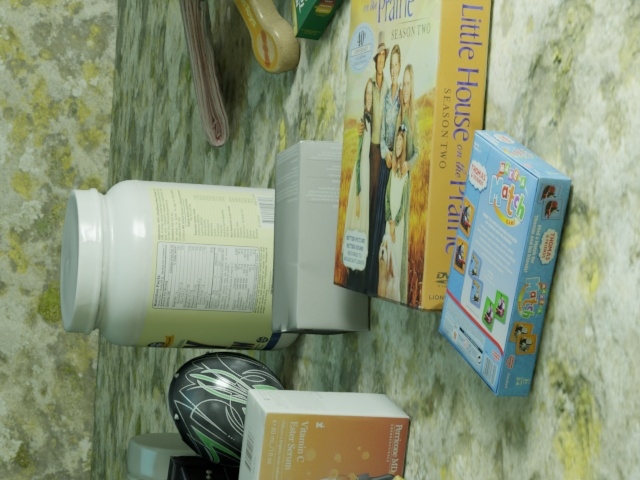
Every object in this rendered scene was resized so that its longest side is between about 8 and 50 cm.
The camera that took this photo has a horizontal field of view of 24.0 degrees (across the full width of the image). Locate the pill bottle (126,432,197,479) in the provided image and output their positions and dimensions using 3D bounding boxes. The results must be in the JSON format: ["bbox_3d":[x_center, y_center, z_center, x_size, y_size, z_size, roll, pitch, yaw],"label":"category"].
[{"bbox_3d":[-0.226,0.494,2.362,0.204,0.204,0.361,-171,85,-73],"label":"pill bottle"}]

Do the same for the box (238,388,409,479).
[{"bbox_3d":[0.002,0.245,1.709,0.091,0.170,0.130,-144,59,-72],"label":"box"}]

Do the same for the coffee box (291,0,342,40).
[{"bbox_3d":[0.003,-0.362,2.031,0.184,0.040,0.113,130,140,-63],"label":"coffee box"}]

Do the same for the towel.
[{"bbox_3d":[-0.211,-0.375,2.584,0.332,0.053,0.317,-104,6,-51],"label":"towel"}]

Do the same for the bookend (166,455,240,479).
[{"bbox_3d":[-0.131,0.378,2.150,0.156,0.157,0.072,-120,36,-62],"label":"bookend"}]

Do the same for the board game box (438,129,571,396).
[{"bbox_3d":[0.170,0.018,1.420,0.160,0.039,0.211,-128,43,-65],"label":"board game box"}]

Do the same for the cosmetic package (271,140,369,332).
[{"bbox_3d":[0.000,0.000,1.884,0.127,0.107,0.238,169,101,-72],"label":"cosmetic package"}]

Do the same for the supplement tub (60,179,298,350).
[{"bbox_3d":[-0.193,0.036,2.120,0.235,0.325,0.235,-177,90,-73],"label":"supplement tub"}]

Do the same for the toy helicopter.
[{"bbox_3d":[-0.116,-0.414,2.209,0.235,0.140,0.355,-35,80,55],"label":"toy helicopter"}]

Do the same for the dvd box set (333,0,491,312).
[{"bbox_3d":[0.097,-0.143,1.651,0.307,0.062,0.420,-165,78,-72],"label":"dvd box set"}]

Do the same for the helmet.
[{"bbox_3d":[-0.128,0.237,2.131,0.161,0.169,0.169,79,-177,-58],"label":"helmet"}]

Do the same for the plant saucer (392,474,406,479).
[{"bbox_3d":[0.123,0.445,1.434,0.333,0.081,0.332,-123,39,-63],"label":"plant saucer"}]
